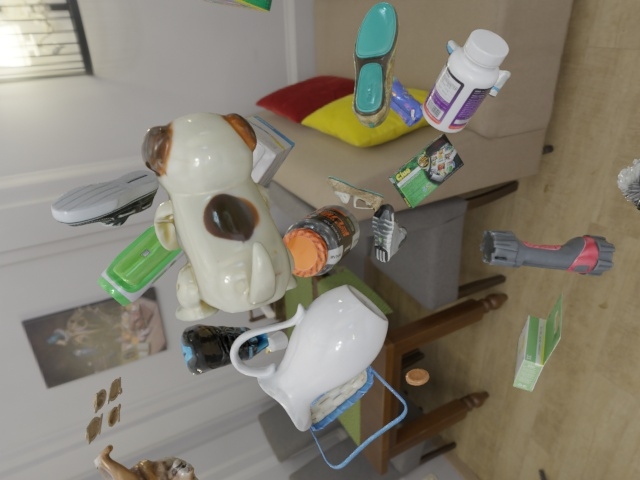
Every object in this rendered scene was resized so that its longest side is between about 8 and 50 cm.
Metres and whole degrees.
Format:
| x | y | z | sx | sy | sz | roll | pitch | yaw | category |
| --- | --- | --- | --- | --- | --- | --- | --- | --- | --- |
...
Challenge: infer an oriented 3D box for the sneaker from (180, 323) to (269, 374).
| x | y | z | sx | sy | sz | roll | pitch | yaw | category |
| --- | --- | --- | --- | --- | --- | --- | --- | --- | --- |
| -0.249 | 0.270 | 1.172 | 0.341 | 0.140 | 0.125 | 34 | -141 | -75 | sneaker |

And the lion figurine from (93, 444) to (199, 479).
| x | y | z | sx | sy | sz | roll | pitch | yaw | category |
| --- | --- | --- | --- | --- | --- | --- | --- | --- | --- |
| -0.450 | 0.598 | 0.928 | 0.240 | 0.392 | 0.142 | 46 | 129 | 1 | lion figurine |

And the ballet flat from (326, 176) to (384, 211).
| x | y | z | sx | sy | sz | roll | pitch | yaw | category |
| --- | --- | --- | --- | --- | --- | --- | --- | --- | --- |
| 0.108 | -0.144 | 1.420 | 0.073 | 0.206 | 0.067 | -159 | 87 | -77 | ballet flat |

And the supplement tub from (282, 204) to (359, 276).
| x | y | z | sx | sy | sz | roll | pitch | yaw | category |
| --- | --- | --- | --- | --- | --- | --- | --- | --- | --- |
| 0.000 | 0.000 | 1.581 | 0.207 | 0.338 | 0.207 | 6 | 108 | 20 | supplement tub |

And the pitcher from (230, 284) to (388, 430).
| x | y | z | sx | sy | sz | roll | pitch | yaw | category |
| --- | --- | --- | --- | --- | --- | --- | --- | --- | --- |
| -0.016 | 0.154 | 0.664 | 0.178 | 0.207 | 0.125 | 40 | -174 | -13 | pitcher |

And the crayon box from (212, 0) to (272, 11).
| x | y | z | sx | sy | sz | roll | pitch | yaw | category |
| --- | --- | --- | --- | --- | --- | --- | --- | --- | --- |
| -0.228 | -0.468 | 0.739 | 0.165 | 0.278 | 0.081 | 26 | 113 | 30 | crayon box |

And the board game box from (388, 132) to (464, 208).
| x | y | z | sx | sy | sz | roll | pitch | yaw | category |
| --- | --- | --- | --- | --- | --- | --- | --- | --- | --- |
| 0.367 | -0.240 | 1.515 | 0.136 | 0.260 | 0.030 | 55 | 166 | -14 | board game box |

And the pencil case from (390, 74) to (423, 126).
| x | y | z | sx | sy | sz | roll | pitch | yaw | category |
| --- | --- | --- | --- | --- | --- | --- | --- | --- | --- |
| 0.349 | -0.645 | 1.991 | 0.306 | 0.133 | 0.119 | 40 | 122 | -14 | pencil case |

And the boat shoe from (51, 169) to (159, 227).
| x | y | z | sx | sy | sz | roll | pitch | yaw | category |
| --- | --- | --- | --- | --- | --- | --- | --- | --- | --- |
| -0.547 | -0.089 | 1.171 | 0.121 | 0.335 | 0.119 | 20 | 117 | 16 | boat shoe |

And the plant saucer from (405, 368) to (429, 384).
| x | y | z | sx | sy | sz | roll | pitch | yaw | category |
| --- | --- | --- | --- | --- | --- | --- | --- | --- | --- |
| 0.350 | 0.491 | 1.591 | 0.083 | 0.084 | 0.013 | 23 | 133 | 60 | plant saucer |

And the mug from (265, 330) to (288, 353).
| x | y | z | sx | sy | sz | roll | pitch | yaw | category |
| --- | --- | --- | --- | --- | --- | --- | --- | --- | --- |
| -0.153 | 0.353 | 1.487 | 0.062 | 0.064 | 0.078 | 14 | 107 | 37 | mug |

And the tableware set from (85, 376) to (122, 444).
| x | y | z | sx | sy | sz | roll | pitch | yaw | category |
| --- | --- | --- | --- | --- | --- | --- | --- | --- | --- |
| -0.599 | 0.470 | 1.228 | 0.169 | 0.020 | 0.141 | -13 | -71 | -84 | tableware set |

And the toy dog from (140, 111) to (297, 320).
| x | y | z | sx | sy | sz | roll | pitch | yaw | category |
| --- | --- | --- | --- | --- | --- | --- | --- | --- | --- |
| -0.225 | -0.056 | 0.916 | 0.395 | 0.285 | 0.407 | 171 | 83 | -79 | toy dog |

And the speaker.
| x | y | z | sx | sy | sz | roll | pitch | yaw | category |
| --- | --- | --- | --- | --- | --- | --- | --- | --- | --- |
| -0.517 | 0.054 | 1.331 | 0.131 | 0.296 | 0.131 | 36 | 159 | 16 | speaker |

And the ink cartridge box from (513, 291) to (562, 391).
| x | y | z | sx | sy | sz | roll | pitch | yaw | category |
| --- | --- | --- | --- | --- | --- | --- | --- | --- | --- |
| 0.577 | 0.265 | 1.174 | 0.056 | 0.171 | 0.235 | 14 | 132 | 20 | ink cartridge box |

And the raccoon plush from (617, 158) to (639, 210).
| x | y | z | sx | sy | sz | roll | pitch | yaw | category |
| --- | --- | --- | --- | --- | --- | --- | --- | --- | --- |
| 0.837 | -0.035 | 0.807 | 0.446 | 0.299 | 0.216 | -99 | 31 | -52 | raccoon plush |

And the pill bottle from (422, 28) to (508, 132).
| x | y | z | sx | sy | sz | roll | pitch | yaw | category |
| --- | --- | --- | --- | --- | --- | --- | --- | --- | --- |
| 0.299 | -0.327 | 0.913 | 0.108 | 0.108 | 0.193 | 64 | 155 | 22 | pill bottle |

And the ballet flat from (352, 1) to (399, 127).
| x | y | z | sx | sy | sz | roll | pitch | yaw | category |
| --- | --- | --- | --- | --- | --- | --- | --- | --- | --- |
| 0.150 | -0.466 | 1.195 | 0.123 | 0.123 | 0.348 | 158 | 122 | -65 | ballet flat |

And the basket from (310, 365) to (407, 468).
| x | y | z | sx | sy | sz | roll | pitch | yaw | category |
| --- | --- | --- | --- | --- | --- | --- | --- | --- | --- |
| 0.062 | 0.434 | 1.221 | 0.289 | 0.255 | 0.201 | 47 | 164 | 43 | basket |

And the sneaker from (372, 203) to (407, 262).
| x | y | z | sx | sy | sz | roll | pitch | yaw | category |
| --- | --- | --- | --- | --- | --- | --- | --- | --- | --- |
| 0.252 | -0.044 | 1.544 | 0.086 | 0.132 | 0.228 | 31 | 135 | 37 | sneaker |

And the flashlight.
| x | y | z | sx | sy | sz | roll | pitch | yaw | category |
| --- | --- | --- | --- | --- | --- | --- | --- | --- | --- |
| 0.548 | 0.023 | 1.076 | 0.103 | 0.304 | 0.103 | -137 | 55 | -84 | flashlight |

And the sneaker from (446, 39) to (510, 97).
| x | y | z | sx | sy | sz | roll | pitch | yaw | category |
| --- | --- | --- | --- | --- | --- | --- | --- | --- | --- |
| 0.403 | -0.456 | 1.119 | 0.190 | 0.071 | 0.083 | 49 | 118 | 13 | sneaker |

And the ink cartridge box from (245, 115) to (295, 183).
| x | y | z | sx | sy | sz | roll | pitch | yaw | category |
| --- | --- | --- | --- | --- | --- | --- | --- | --- | --- |
| -0.219 | -0.277 | 1.415 | 0.168 | 0.232 | 0.171 | 37 | 112 | -3 | ink cartridge box |
